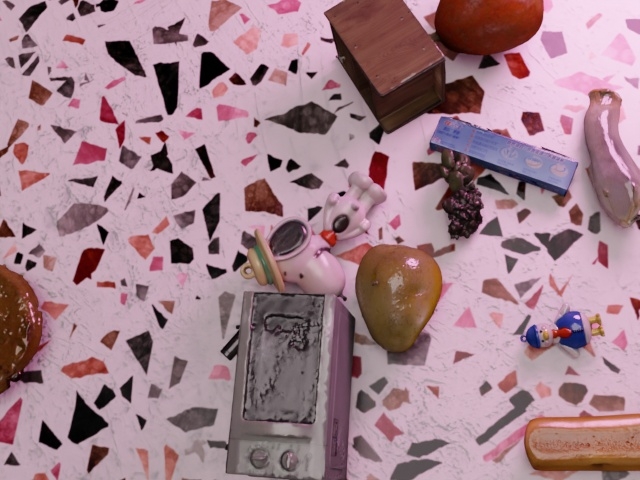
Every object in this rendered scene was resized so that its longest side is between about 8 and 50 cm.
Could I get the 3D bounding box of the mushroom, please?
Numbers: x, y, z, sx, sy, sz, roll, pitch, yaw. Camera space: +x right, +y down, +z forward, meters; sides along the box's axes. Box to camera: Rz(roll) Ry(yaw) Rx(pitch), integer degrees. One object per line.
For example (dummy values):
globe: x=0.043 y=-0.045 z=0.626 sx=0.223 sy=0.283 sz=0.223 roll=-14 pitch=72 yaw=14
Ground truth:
mushroom: x=0.536 y=-0.155 z=1.462 sx=0.096 sy=0.099 sz=0.278 roll=-9 pitch=69 yaw=1

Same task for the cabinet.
cabinet: x=0.124 y=-0.352 z=1.546 sx=0.148 sy=0.175 sz=0.215 roll=-30 pitch=72 yaw=-1

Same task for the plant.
plant: x=0.261 y=-0.088 z=1.485 sx=0.085 sy=0.087 sz=0.174 roll=-3 pitch=80 yaw=-25

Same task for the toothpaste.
toothpaste: x=0.346 y=-0.162 z=1.518 sx=0.272 sy=0.053 sz=0.066 roll=21 pitch=82 yaw=14

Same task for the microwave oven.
microwave oven: x=-0.050 y=0.253 z=1.360 sx=0.181 sy=0.237 sz=0.295 roll=1 pitch=74 yaw=11

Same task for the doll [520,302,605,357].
doll: x=0.424 y=0.161 z=1.406 sx=0.142 sy=0.057 sz=0.099 roll=-11 pitch=87 yaw=12

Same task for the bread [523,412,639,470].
bread: x=0.461 y=0.338 z=1.335 sx=0.239 sy=0.074 sz=0.093 roll=-3 pitch=75 yaw=9

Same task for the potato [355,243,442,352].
potato: x=0.136 y=0.103 z=1.434 sx=0.157 sy=0.157 sz=0.194 roll=5 pitch=87 yaw=11

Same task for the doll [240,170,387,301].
doll: x=-0.012 y=-0.018 z=1.502 sx=0.208 sy=0.144 sz=0.272 roll=23 pitch=81 yaw=-6

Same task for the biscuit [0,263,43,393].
biscuit: x=-0.677 y=0.177 z=1.575 sx=0.295 sy=0.075 sz=0.296 roll=-3 pitch=76 yaw=13

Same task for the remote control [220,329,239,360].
remote control: x=-0.152 y=0.185 z=1.515 sx=0.034 sy=0.016 sz=0.091 roll=40 pitch=84 yaw=13

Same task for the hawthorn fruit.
hawthorn fruit: x=0.308 y=-0.439 z=1.547 sx=0.251 sy=0.199 sz=0.200 roll=-28 pitch=69 yaw=26
